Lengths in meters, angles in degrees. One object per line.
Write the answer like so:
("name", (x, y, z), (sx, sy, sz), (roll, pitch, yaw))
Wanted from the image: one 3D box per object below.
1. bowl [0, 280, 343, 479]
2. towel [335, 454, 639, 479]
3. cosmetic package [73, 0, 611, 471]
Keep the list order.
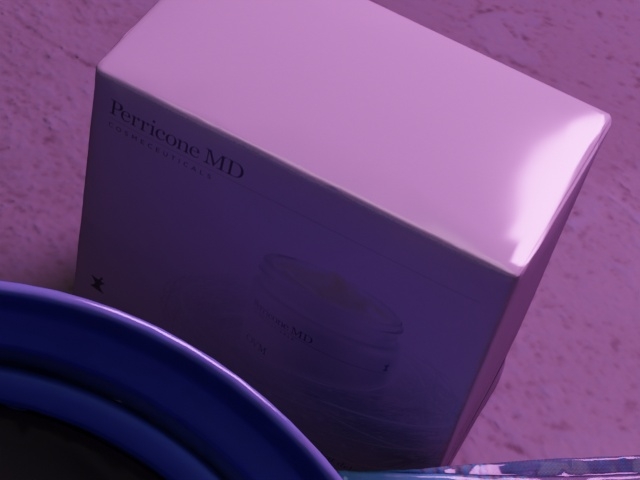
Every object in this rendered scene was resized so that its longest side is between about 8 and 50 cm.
("bowl", (-0.134, 0.211, 0.576), (0.391, 0.077, 0.391), (9, 69, -23))
("towel", (0.144, 0.267, 0.727), (0.271, 0.040, 0.370), (0, 58, -13))
("cosmetic package", (0.000, 0.000, 0.848), (0.224, 0.225, 0.138), (27, 47, 11))
